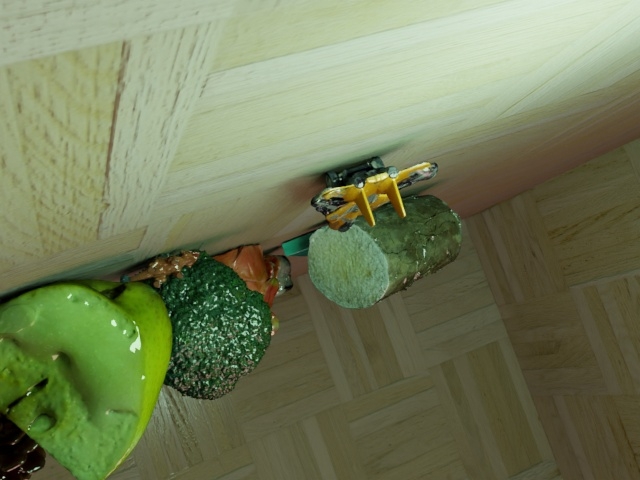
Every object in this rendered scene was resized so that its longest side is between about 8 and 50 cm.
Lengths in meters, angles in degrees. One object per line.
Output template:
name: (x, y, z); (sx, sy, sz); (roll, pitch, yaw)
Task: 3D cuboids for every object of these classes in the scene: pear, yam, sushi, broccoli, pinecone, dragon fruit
pear: (-0.399, 0.191, 1.379); (0.318, 0.342, 0.238); (-46, -174, 6)
yam: (0.169, 0.017, 1.972); (0.348, 0.241, 0.241); (-21, 177, -36)
sushi: (-0.171, 0.113, 2.237); (0.129, 0.124, 0.332); (-15, 175, -33)
broccoli: (-0.228, 0.163, 1.583); (0.297, 0.298, 0.297); (-21, 179, 14)
pinecone: (-0.894, 0.465, 2.027); (0.397, 0.398, 0.398); (-20, 175, -2)
dragon fruit: (-0.235, 0.156, 1.879); (0.305, 0.226, 0.305); (-22, 177, -1)

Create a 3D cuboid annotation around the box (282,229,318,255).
box: (0.000, 0.000, 2.155); (0.160, 0.042, 0.226); (-20, 175, 11)

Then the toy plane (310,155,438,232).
toy plane: (0.051, -0.069, 1.309); (0.204, 0.103, 0.316); (-17, -179, -15)

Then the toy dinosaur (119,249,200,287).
toy dinosaur: (-0.293, 0.051, 1.468); (0.154, 0.049, 0.055); (-19, -149, -5)
